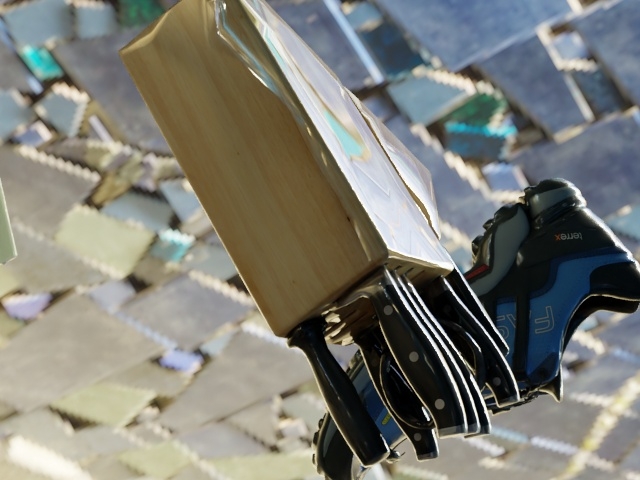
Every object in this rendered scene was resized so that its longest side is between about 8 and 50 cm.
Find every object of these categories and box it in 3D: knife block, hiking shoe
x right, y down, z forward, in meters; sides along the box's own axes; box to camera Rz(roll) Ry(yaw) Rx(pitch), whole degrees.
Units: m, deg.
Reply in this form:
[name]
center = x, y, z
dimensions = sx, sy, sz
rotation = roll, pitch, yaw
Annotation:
[knife block]
center = 0.000, 0.000, 0.981
dimensions = 0.275, 0.088, 0.242
rotation = 45, 20, -23
[hiking shoe]
center = 0.122, 0.092, 1.304
dimensions = 0.132, 0.304, 0.113
rotation = 44, 1, 17

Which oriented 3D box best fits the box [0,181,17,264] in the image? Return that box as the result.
[box]
center = -0.382, -0.063, 1.361
dimensions = 0.213, 0.117, 0.243
rotation = -32, 123, -44
